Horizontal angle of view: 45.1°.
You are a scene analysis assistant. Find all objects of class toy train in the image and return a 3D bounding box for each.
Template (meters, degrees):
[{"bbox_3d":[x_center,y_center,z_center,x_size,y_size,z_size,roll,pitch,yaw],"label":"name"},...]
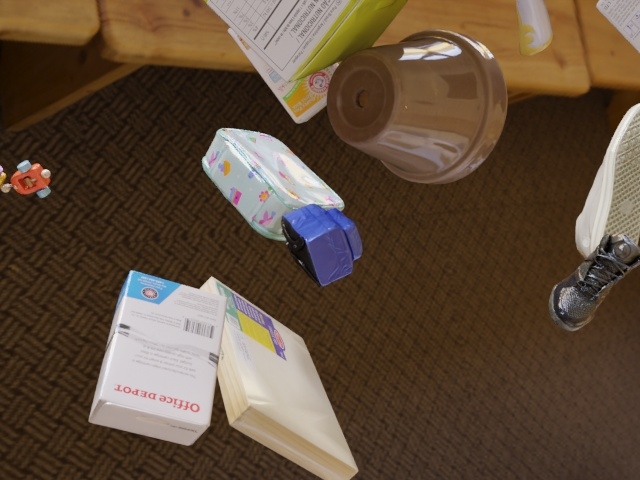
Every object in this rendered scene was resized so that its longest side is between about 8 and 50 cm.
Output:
[{"bbox_3d":[-0.472,-0.128,1.130,0.166,0.125,0.046,57,25,-28],"label":"toy train"}]

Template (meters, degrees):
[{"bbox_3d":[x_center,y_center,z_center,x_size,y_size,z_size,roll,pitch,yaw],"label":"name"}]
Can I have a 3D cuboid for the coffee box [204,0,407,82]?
[{"bbox_3d":[0.001,-0.494,1.153,0.334,0.338,0.337,44,34,2],"label":"coffee box"}]

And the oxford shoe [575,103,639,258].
[{"bbox_3d":[0.747,-0.136,1.936,0.169,0.130,0.449,21,83,-17],"label":"oxford shoe"}]

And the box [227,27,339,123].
[{"bbox_3d":[-0.050,-0.323,1.370,0.203,0.114,0.103,54,16,-5],"label":"box"}]

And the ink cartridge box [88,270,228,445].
[{"bbox_3d":[-0.220,0.162,1.064,0.148,0.086,0.203,19,51,-18],"label":"ink cartridge box"}]

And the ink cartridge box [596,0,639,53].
[{"bbox_3d":[0.685,-0.356,1.254,0.151,0.270,0.395,-26,72,-26],"label":"ink cartridge box"}]

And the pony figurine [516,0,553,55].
[{"bbox_3d":[0.254,-0.395,0.844,0.363,0.351,0.303,39,65,-28],"label":"pony figurine"}]

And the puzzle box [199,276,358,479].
[{"bbox_3d":[-0.091,0.253,1.446,0.052,0.409,0.272,-46,120,10],"label":"puzzle box"}]

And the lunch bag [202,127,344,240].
[{"bbox_3d":[-0.093,-0.111,1.592,0.279,0.108,0.224,47,26,25],"label":"lunch bag"}]

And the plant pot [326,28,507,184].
[{"bbox_3d":[0.134,-0.223,1.259,0.229,0.263,0.263,-5,84,-47],"label":"plant pot"}]

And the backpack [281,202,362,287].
[{"bbox_3d":[0.000,0.000,1.171,0.101,0.120,0.098,-23,120,-18],"label":"backpack"}]

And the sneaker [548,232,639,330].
[{"bbox_3d":[0.494,0.063,1.379,0.087,0.130,0.227,41,57,19],"label":"sneaker"}]
